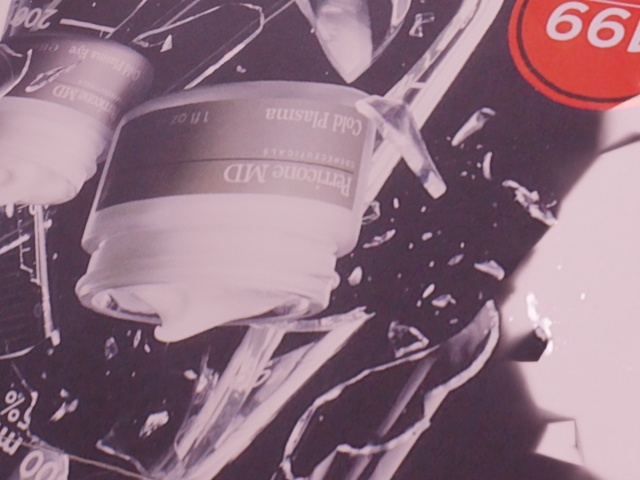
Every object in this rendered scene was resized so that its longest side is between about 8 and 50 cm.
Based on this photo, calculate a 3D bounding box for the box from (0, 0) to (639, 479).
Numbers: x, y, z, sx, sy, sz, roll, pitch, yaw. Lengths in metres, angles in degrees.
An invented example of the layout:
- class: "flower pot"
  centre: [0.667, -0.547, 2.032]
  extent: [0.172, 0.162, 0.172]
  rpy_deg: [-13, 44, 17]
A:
- class: "box"
  centre: [0.000, 0.000, 0.489]
  extent: [0.343, 0.179, 0.313]
  rpy_deg: [9, 66, 26]
